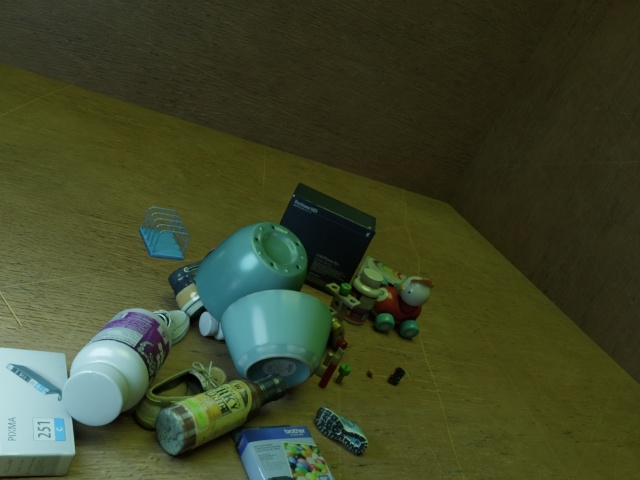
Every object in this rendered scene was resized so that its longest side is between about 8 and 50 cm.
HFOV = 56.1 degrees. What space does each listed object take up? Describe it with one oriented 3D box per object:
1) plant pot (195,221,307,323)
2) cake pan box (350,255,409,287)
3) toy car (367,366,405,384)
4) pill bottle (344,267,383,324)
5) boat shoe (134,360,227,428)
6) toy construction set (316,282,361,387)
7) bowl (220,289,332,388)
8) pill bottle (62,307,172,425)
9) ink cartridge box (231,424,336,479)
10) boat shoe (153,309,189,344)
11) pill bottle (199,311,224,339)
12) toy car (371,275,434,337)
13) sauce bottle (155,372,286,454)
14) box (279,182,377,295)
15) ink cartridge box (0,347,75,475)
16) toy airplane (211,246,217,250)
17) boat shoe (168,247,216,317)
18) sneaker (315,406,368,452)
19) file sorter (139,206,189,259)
[{"bbox_3d":[-0.175,0.087,1.730,0.293,0.235,0.293,24,42,-24],"label":"plant pot"},{"bbox_3d":[0.268,0.185,2.534,0.246,0.070,0.267,27,23,7],"label":"cake pan box"},{"bbox_3d":[0.213,0.424,1.954,0.122,0.060,0.040,28,-11,-14],"label":"toy car"},{"bbox_3d":[0.153,0.202,2.195,0.108,0.193,0.108,22,22,-9],"label":"pill bottle"},{"bbox_3d":[-0.318,0.363,1.456,0.105,0.089,0.285,34,23,19],"label":"boat shoe"},{"bbox_3d":[0.023,0.264,1.857,0.258,0.237,0.309,14,25,-28],"label":"toy construction set"},{"bbox_3d":[-0.117,0.291,1.629,0.312,0.311,0.163,17,44,-22],"label":"bowl"},{"bbox_3d":[-0.452,0.280,1.347,0.169,0.169,0.301,24,15,-5],"label":"pill bottle"},{"bbox_3d":[-0.074,0.530,1.390,0.186,0.065,0.311,9,25,-35],"label":"ink cartridge box"},{"bbox_3d":[-0.437,0.232,1.622,0.096,0.088,0.267,33,23,17],"label":"boat shoe"},{"bbox_3d":[-0.265,0.247,1.769,0.169,0.094,0.094,8,28,-38],"label":"pill bottle"},{"bbox_3d":[0.318,0.201,2.248,0.210,0.238,0.219,17,42,-21],"label":"toy car"},{"bbox_3d":[-0.223,0.395,1.431,0.111,0.111,0.344,38,29,27],"label":"sauce bottle"},{"bbox_3d":[0.000,0.000,2.325,0.343,0.312,0.179,25,22,-3],"label":"box"},{"bbox_3d":[-0.642,0.334,1.199,0.261,0.066,0.296,12,25,-33],"label":"ink cartridge box"},{"bbox_3d":[-0.327,0.059,2.212,0.151,0.028,0.151,21,23,-9],"label":"toy airplane"},{"bbox_3d":[-0.299,0.093,1.948,0.156,0.187,0.500,51,31,7],"label":"boat shoe"},{"bbox_3d":[0.057,0.506,1.613,0.162,0.063,0.073,35,6,12],"label":"sneaker"},{"bbox_3d":[-0.537,-0.027,2.076,0.118,0.104,0.170,9,28,-36],"label":"file sorter"}]
